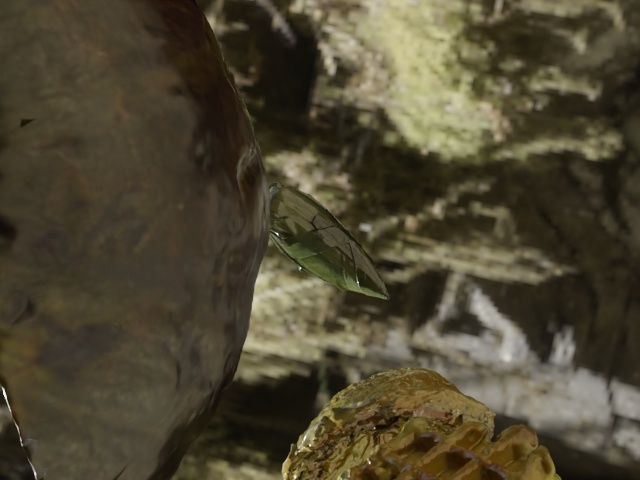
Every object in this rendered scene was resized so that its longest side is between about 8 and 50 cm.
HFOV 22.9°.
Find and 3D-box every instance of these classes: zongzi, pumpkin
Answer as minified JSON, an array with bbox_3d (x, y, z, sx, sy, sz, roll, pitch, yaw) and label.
[{"bbox_3d":[0.000,0.000,1.362,0.055,0.119,0.109,-51,-50,-6],"label":"zongzi"},{"bbox_3d":[-0.075,0.016,0.653,0.148,0.169,0.312,-23,-39,-9],"label":"pumpkin"}]

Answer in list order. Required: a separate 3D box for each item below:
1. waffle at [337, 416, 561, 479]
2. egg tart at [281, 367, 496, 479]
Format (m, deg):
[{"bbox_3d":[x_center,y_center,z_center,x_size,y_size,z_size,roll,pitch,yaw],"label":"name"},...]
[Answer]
[{"bbox_3d":[0.113,0.220,1.213,0.219,0.229,0.057,-33,-52,-32],"label":"waffle"},{"bbox_3d":[0.065,0.201,1.641,0.252,0.232,0.098,78,176,-58],"label":"egg tart"}]
